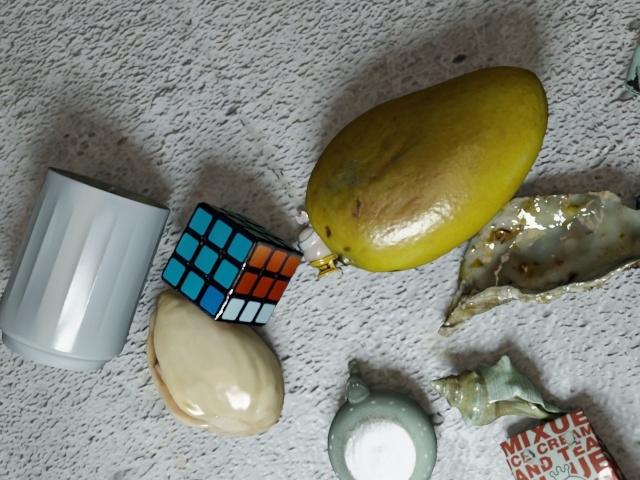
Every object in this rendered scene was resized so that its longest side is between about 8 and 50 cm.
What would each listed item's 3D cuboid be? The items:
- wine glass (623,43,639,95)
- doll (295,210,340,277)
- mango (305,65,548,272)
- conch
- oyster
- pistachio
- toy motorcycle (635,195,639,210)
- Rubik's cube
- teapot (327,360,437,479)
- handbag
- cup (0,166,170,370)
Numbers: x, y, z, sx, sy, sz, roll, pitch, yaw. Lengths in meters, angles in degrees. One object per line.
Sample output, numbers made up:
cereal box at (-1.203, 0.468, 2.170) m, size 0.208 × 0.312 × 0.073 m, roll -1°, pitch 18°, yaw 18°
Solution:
wine glass at (0.579, -0.338, 1.159) m, size 0.079 × 0.079 × 0.196 m, roll 24°, pitch 93°, yaw 12°
doll at (0.000, 0.000, 1.289) m, size 0.084 × 0.073 × 0.127 m, roll -22°, pitch 88°, yaw -22°
mango at (0.177, -0.125, 1.158) m, size 0.445 × 0.220 × 0.301 m, roll -36°, pitch 52°, yaw 10°
conch at (0.304, 0.252, 1.186) m, size 0.233 × 0.137 × 0.115 m, roll -7°, pitch 61°, yaw 3°
oyster at (0.366, 0.024, 1.178) m, size 0.395 × 0.111 × 0.204 m, roll -21°, pitch 52°, yaw 27°
pistachio at (-0.197, 0.221, 1.269) m, size 0.318 × 0.213 × 0.193 m, roll 52°, pitch 141°, yaw 16°
toy motorcycle at (0.709, -0.092, 1.046) m, size 0.415 × 0.232 × 0.172 m, roll -8°, pitch 92°, yaw 13°
Rubik's cube at (-0.157, 0.046, 1.251) m, size 0.162 × 0.163 × 0.161 m, roll 31°, pitch 96°, yaw 29°
teapot at (0.110, 0.358, 1.223) m, size 0.193 × 0.129 × 0.295 m, roll -27°, pitch 85°, yaw 10°
handbag at (0.431, 0.439, 1.139) m, size 0.171 × 0.151 × 0.298 m, roll -34°, pitch 78°, yaw 15°
cup at (-0.472, 0.042, 1.320) m, size 0.322 × 0.236 × 0.327 m, roll 23°, pitch 94°, yaw 41°
